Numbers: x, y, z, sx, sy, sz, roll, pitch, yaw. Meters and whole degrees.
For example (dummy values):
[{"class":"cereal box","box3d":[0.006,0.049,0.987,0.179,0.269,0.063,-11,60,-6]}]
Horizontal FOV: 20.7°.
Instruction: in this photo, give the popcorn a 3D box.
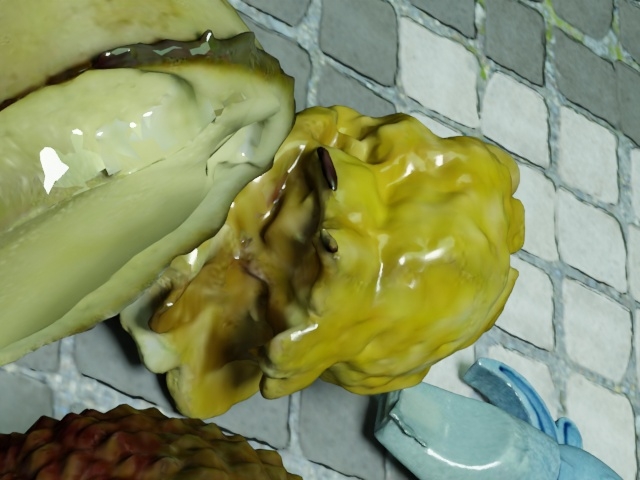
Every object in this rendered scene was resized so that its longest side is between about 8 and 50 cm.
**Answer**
[{"class":"popcorn","box3d":[-0.004,0.002,1.059,0.253,0.191,0.190,-5,56,-36]}]

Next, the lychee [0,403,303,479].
[{"class":"lychee","box3d":[-0.087,0.195,0.833,0.271,0.236,0.236,15,57,-50]}]

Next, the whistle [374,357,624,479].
[{"class":"whistle","box3d":[0.144,0.176,1.177,0.269,0.093,0.180,34,44,-17]}]

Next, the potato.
[{"class":"potato","box3d":[-0.172,-0.073,0.910,0.242,0.285,0.242,42,20,-19]}]
